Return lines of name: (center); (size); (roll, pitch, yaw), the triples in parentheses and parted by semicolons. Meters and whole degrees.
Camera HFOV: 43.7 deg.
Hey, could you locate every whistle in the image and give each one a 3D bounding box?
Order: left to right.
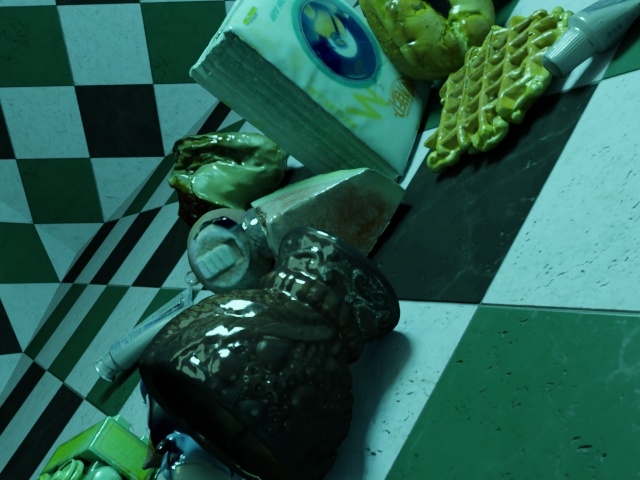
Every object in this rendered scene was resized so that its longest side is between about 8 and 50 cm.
whistle: (-0.120, -0.010, 1.550); (0.347, 0.189, 0.189); (-31, 25, 13)

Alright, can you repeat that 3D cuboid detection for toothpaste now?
toothpaste: (-0.411, 0.222, 1.906); (0.299, 0.073, 0.114); (-40, 21, 9)
toothpaste: (0.415, -0.327, 1.079); (0.282, 0.068, 0.099); (-41, 51, 1)

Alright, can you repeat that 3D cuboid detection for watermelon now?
watermelon: (0.000, 0.000, 1.324); (0.310, 0.193, 0.232); (-11, 23, 42)

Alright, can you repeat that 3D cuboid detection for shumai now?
shumai: (-0.229, -0.094, 1.906); (0.330, 0.291, 0.289); (158, 109, -66)

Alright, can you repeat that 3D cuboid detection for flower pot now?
flower pot: (-0.047, 0.138, 1.004); (0.267, 0.266, 0.266); (-51, 18, -28)

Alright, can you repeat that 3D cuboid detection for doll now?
doll: (-0.187, 0.255, 1.154); (0.141, 0.177, 0.314); (-23, 42, 16)

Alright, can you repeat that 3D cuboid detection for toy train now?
toy train: (-0.415, 0.434, 1.417); (0.271, 0.159, 0.188); (-33, 21, 42)

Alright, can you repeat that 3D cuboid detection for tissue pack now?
tissue pack: (-0.001, -0.289, 1.414); (0.162, 0.388, 0.287); (-32, 28, 46)

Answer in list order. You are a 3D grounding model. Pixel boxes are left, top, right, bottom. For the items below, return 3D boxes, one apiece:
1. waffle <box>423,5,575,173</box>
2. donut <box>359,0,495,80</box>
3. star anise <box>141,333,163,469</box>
waffle: (0.267, -0.242, 1.240); (0.281, 0.058, 0.301); (-17, 39, 60)
donut: (0.186, -0.410, 1.400); (0.208, 0.262, 0.128); (-25, 1, -17)
star anise: (-0.204, 0.245, 1.346); (0.198, 0.111, 0.258); (-18, 48, 16)
